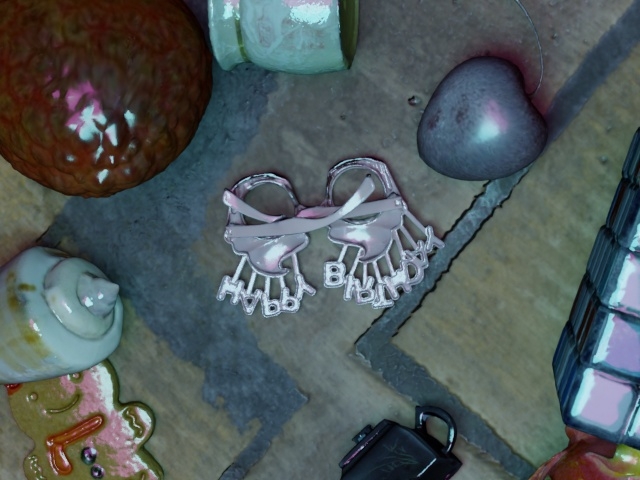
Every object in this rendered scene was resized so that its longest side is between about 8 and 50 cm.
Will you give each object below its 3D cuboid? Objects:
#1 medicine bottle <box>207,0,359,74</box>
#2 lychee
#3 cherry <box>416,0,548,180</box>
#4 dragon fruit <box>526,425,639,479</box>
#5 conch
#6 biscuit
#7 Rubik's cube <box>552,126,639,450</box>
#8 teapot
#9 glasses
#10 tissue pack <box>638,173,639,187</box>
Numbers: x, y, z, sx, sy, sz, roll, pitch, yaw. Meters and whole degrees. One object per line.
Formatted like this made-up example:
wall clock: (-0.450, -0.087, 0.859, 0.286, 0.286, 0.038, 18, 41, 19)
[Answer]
medicine bottle: (-0.038, -0.245, 1.399, 0.143, 0.147, 0.147, 2, 95, 11)
lychee: (-0.238, -0.169, 1.399, 0.255, 0.300, 0.255, -2, 126, -3)
cherry: (0.154, -0.149, 1.408, 0.148, 0.115, 0.188, -33, 80, 47)
dragon fruit: (0.304, 0.294, 1.360, 0.224, 0.224, 0.227, 21, 77, 6)
conch: (-0.330, 0.086, 1.457, 0.255, 0.127, 0.158, -22, 68, 9)
biscuit: (-0.271, 0.208, 1.522, 0.166, 0.036, 0.226, -24, 90, 10)
Rubik's cube: (0.401, 0.065, 1.291, 0.286, 0.293, 0.292, 19, 98, 6)
teapot: (0.071, 0.242, 1.459, 0.177, 0.087, 0.096, -45, 63, 8)
glasses: (0.002, 0.005, 1.442, 0.255, 0.095, 0.162, -8, 101, 11)
tissue pack: (0.318, 0.023, 1.108, 0.103, 0.090, 0.170, -6, 94, 6)
